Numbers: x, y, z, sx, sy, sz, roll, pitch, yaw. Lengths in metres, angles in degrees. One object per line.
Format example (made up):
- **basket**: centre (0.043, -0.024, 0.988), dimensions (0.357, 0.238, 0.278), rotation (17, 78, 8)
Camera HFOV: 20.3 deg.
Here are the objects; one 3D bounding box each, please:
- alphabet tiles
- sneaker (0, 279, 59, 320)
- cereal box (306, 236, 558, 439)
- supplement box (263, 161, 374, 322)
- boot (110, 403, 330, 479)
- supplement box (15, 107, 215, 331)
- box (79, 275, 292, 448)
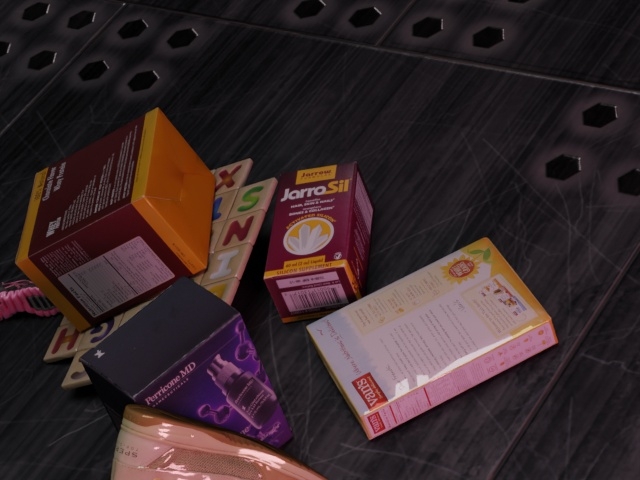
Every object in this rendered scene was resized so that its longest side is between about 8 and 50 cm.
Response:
- **alphabet tiles**: centre (-0.197, 0.037, 2.192), dimensions (0.285, 0.011, 0.342), rotation (-15, 38, 33)
- **sneaker**: centre (-0.371, 0.067, 2.275), dimensions (0.119, 0.047, 0.057), rotation (-4, 32, 19)
- **cereal box**: centre (0.123, 0.106, 2.010), dimensions (0.240, 0.047, 0.173), rotation (-26, 41, -5)
- **supplement box**: centre (0.000, 0.000, 2.153), dimensions (0.104, 0.081, 0.188), rotation (-9, 42, 15)
- **boot**: centre (-0.118, 0.296, 1.836), dimensions (0.095, 0.262, 0.203), rotation (16, 85, 55)
- **supplement box**: centre (-0.249, -0.026, 2.191), dimensions (0.194, 0.129, 0.191), rotation (-26, 33, 19)
- **box**: centre (-0.143, 0.170, 1.932), dimensions (0.153, 0.207, 0.108), rotation (-40, 44, -20)
